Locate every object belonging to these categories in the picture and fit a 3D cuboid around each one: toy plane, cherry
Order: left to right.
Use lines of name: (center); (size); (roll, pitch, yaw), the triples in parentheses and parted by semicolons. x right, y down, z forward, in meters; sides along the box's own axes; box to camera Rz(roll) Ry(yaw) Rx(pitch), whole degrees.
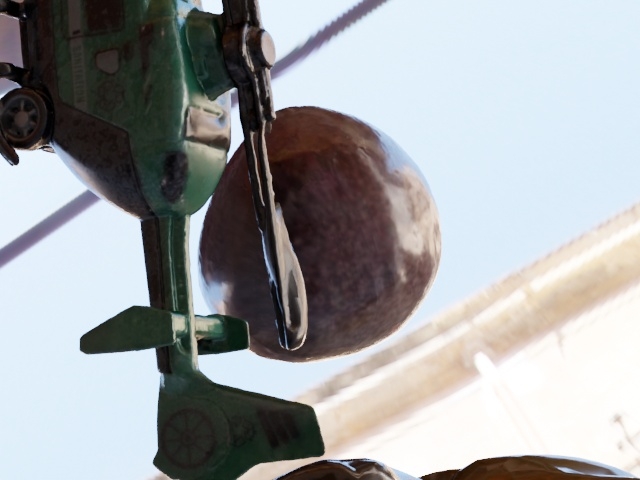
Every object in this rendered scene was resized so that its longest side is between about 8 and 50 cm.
toy plane: (-0.089, -0.056, 0.773); (0.155, 0.106, 0.381); (-10, -100, 22)
cherry: (0.004, -0.002, 0.962); (0.176, 0.140, 0.176); (-16, -43, -16)

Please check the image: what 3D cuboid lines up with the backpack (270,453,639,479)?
backpack: (-0.036, 0.171, 0.372); (0.378, 0.353, 0.201); (-18, -95, 9)
